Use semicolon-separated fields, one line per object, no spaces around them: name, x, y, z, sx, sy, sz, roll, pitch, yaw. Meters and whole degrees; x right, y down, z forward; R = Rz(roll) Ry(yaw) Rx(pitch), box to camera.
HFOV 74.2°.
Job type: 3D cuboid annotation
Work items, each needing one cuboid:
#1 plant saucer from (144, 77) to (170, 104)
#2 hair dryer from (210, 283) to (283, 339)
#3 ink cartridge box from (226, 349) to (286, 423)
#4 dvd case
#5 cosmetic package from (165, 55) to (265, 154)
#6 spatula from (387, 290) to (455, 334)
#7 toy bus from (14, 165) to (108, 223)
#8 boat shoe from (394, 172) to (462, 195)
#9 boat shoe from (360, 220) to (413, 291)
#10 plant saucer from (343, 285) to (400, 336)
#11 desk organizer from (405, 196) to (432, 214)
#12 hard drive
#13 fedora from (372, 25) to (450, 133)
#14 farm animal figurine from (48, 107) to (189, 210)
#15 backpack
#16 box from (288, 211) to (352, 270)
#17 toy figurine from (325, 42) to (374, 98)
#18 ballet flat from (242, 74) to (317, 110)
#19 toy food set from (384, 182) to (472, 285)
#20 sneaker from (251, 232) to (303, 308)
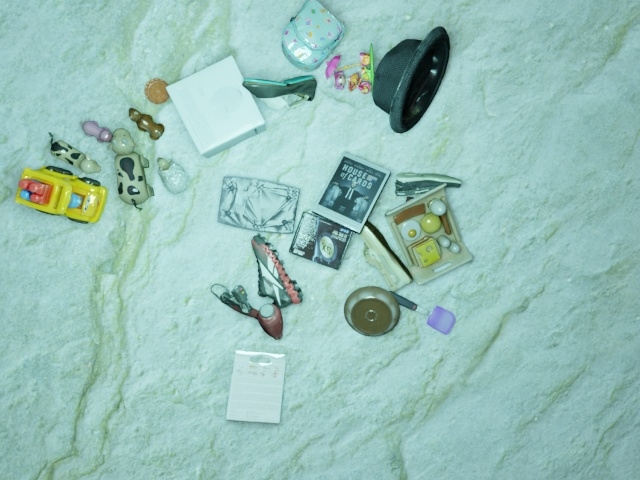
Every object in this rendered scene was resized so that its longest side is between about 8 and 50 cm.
plant saucer;-0.529;-0.484;1.379;0.083;0.013;0.084;-1;96;-6
hair dryer;-0.217;0.232;1.416;0.294;0.223;0.080;49;63;-21
ink cartridge box;-0.222;0.515;1.495;0.188;0.066;0.233;6;74;-5
dvd case;0.103;-0.160;1.400;0.179;0.030;0.239;25;79;13
cosmetic package;-0.322;-0.414;1.341;0.224;0.138;0.224;-26;97;-3
spatula;0.353;0.244;1.502;0.296;0.030;0.084;27;94;-19
toy bus;-0.801;-0.140;1.293;0.220;0.211;0.150;19;92;-8
boat shoe;0.369;-0.189;1.457;0.232;0.084;0.079;-1;113;-6
boat shoe;0.192;0.048;1.447;0.098;0.109;0.302;-36;102;19
plant saucer;0.177;0.254;1.468;0.198;0.036;0.199;3;110;7
desk organizer;0.361;-0.118;1.468;0.130;0.050;0.047;6;109;-12
hard drive;-0.206;-0.119;1.421;0.254;0.054;0.172;9;95;-6
fedora;0.270;-0.519;1.348;0.152;0.334;0.334;30;93;23
farm animal figurine;-0.618;-0.246;1.299;0.330;0.172;0.327;-26;98;-8
backpack;-0.032;-0.644;1.342;0.165;0.144;0.188;39;94;-13
box;0.000;0.000;1.438;0.179;0.077;0.148;21;94;-7
toy figurine;0.096;-0.546;1.394;0.159;0.130;0.173;-3;121;9
ballet flat;-0.116;-0.460;1.325;0.280;0.095;0.096;-20;122;-38
toy food set;0.371;-0.016;1.430;0.219;0.092;0.306;-27;112;1
sneaker;-0.173;0.114;1.424;0.135;0.097;0.276;-30;99;-4
